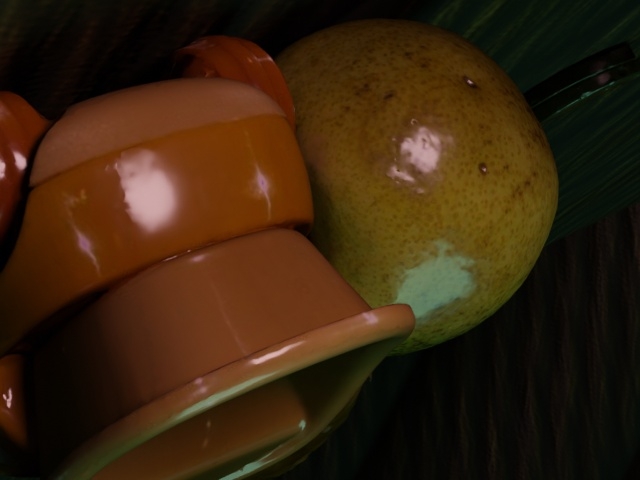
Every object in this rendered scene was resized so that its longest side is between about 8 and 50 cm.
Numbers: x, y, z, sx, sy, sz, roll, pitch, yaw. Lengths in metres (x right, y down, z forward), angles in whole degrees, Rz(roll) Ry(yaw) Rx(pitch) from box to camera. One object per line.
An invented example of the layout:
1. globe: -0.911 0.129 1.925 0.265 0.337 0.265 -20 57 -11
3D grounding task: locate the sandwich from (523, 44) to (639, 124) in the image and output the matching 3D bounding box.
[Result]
1. sandwich: 0.212 -0.125 1.419 0.135 0.029 0.067 -30 170 31

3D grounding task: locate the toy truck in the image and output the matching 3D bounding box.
1. toy truck: -0.102 0.026 0.836 0.204 0.212 0.288 -17 165 -37

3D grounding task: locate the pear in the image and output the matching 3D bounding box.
1. pear: 0.042 -0.036 0.955 0.197 0.197 0.197 -25 171 -4

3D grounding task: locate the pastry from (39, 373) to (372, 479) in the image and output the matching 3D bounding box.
1. pastry: -0.118 0.128 1.481 0.315 0.184 0.284 -21 159 -22
